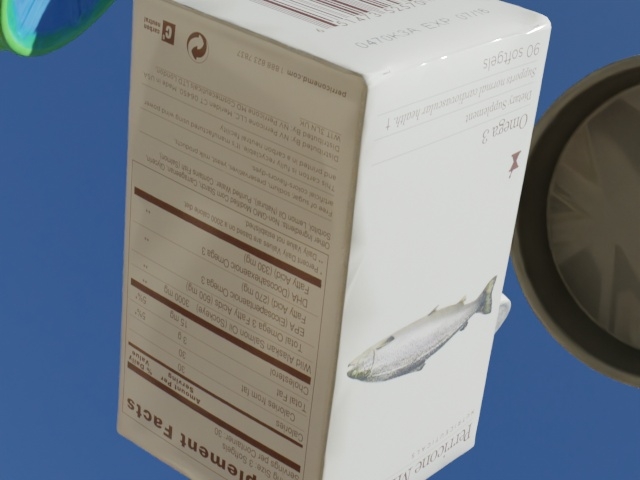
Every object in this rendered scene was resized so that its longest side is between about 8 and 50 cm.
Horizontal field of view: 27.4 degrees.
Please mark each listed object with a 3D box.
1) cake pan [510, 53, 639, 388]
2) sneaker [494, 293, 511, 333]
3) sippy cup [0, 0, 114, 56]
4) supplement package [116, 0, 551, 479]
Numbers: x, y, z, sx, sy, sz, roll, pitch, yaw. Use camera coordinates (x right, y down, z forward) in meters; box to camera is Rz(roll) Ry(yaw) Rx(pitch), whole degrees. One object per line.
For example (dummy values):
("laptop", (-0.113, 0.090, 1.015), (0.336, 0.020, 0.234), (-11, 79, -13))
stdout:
("cake pan", (0.306, -0.016, 1.137), (0.293, 0.054, 0.293), (3, -84, 30))
("sneaker", (0.035, 0.104, 1.323), (0.292, 0.108, 0.169), (-38, -118, -3))
("sippy cup", (-0.280, -0.313, 1.124), (0.224, 0.240, 0.305), (35, -71, 10))
("supplement package", (0.000, 0.000, 0.474), (0.105, 0.105, 0.179), (26, -57, 33))
